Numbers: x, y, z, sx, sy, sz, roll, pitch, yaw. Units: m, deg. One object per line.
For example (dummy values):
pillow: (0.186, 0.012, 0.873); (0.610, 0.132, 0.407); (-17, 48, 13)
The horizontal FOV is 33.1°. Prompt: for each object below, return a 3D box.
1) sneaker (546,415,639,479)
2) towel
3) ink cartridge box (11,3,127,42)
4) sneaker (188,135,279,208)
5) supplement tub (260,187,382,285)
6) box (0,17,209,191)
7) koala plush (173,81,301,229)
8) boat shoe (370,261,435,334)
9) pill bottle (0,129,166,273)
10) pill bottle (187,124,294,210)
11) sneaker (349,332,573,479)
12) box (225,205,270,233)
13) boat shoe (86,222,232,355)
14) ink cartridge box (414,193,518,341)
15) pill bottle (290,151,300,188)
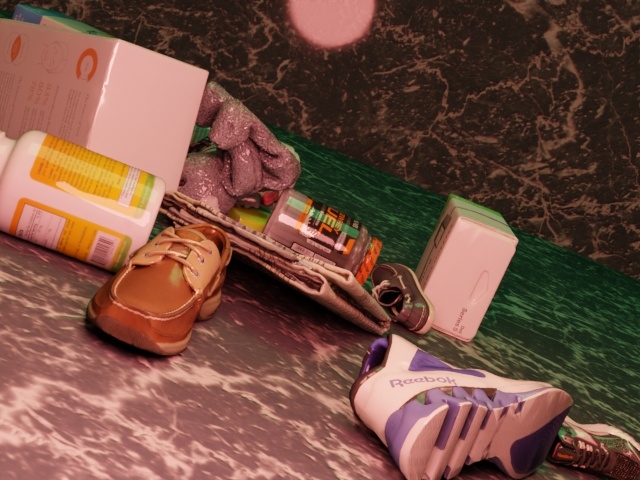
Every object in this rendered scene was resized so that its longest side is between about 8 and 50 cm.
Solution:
sneaker: (0.330, 0.272, 1.396); (0.178, 0.072, 0.077); (19, 21, 22)
towel: (-0.064, 0.026, 1.540); (0.312, 0.056, 0.324); (28, -4, 22)
ink cartridge box: (-0.482, -0.324, 2.157); (0.270, 0.198, 0.197); (24, 10, 7)
sneaker: (-0.220, -0.131, 1.907); (0.299, 0.112, 0.121); (3, 17, -5)
supplement tub: (0.000, 0.000, 1.812); (0.190, 0.117, 0.117); (26, 11, -5)
box: (-0.356, -0.193, 1.604); (0.168, 0.215, 0.345); (12, 5, -45)
koala plush: (-0.165, -0.104, 1.754); (0.203, 0.221, 0.196); (43, 0, -27)
boat shoe: (0.122, 0.085, 1.794); (0.065, 0.075, 0.206); (21, 15, -27)
pill bottle: (-0.332, -0.058, 1.363); (0.245, 0.136, 0.136); (21, 11, -12)
pill bottle: (-0.206, -0.167, 2.077); (0.283, 0.161, 0.161); (21, 11, -15)
sneaker: (0.146, 0.180, 1.250); (0.315, 0.128, 0.182); (9, 20, -47)
box: (-0.084, -0.017, 1.924); (0.178, 0.042, 0.109); (18, 13, -25)
boat shoe: (-0.179, 0.040, 1.262); (0.122, 0.120, 0.324); (24, 11, 1)
ink cartridge box: (0.250, 0.042, 1.927); (0.114, 0.198, 0.273); (23, 10, -1)
pill bottle: (-0.149, -0.167, 2.321); (0.186, 0.112, 0.112); (19, 12, -24)
